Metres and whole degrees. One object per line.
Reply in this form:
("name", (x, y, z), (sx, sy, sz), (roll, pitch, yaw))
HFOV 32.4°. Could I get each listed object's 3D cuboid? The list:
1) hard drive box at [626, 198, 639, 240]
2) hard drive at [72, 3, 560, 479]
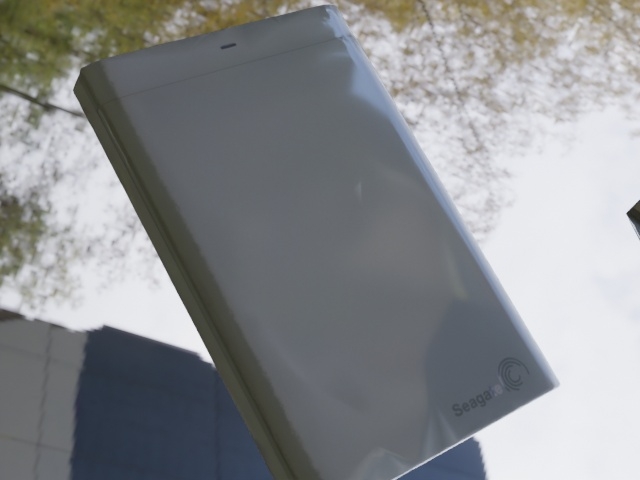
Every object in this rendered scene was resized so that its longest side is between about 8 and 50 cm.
("hard drive box", (0.314, 0.001, 0.579), (0.181, 0.089, 0.232), (-44, -131, 0))
("hard drive", (0.000, 0.000, 0.707), (0.307, 0.203, 0.040), (61, -33, 12))
